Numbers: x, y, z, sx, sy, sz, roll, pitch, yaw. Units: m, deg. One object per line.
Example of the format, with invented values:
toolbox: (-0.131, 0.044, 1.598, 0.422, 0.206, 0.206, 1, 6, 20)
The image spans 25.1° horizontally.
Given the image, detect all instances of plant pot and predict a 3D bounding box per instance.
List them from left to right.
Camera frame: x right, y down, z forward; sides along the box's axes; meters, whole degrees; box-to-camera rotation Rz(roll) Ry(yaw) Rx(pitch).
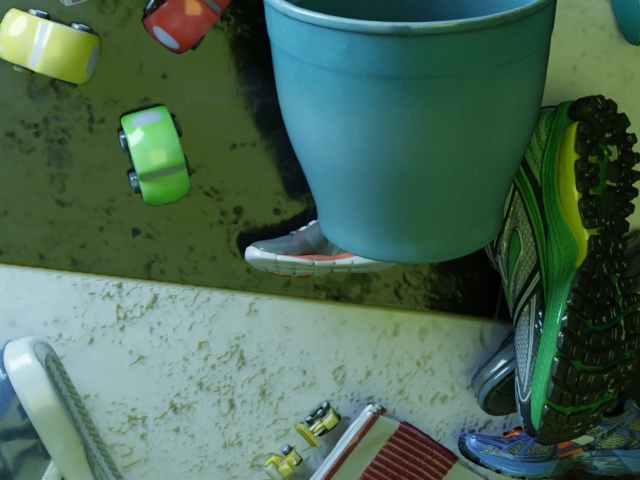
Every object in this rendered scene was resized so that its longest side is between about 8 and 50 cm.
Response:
plant pot: (0.082, -0.128, 1.342, 0.271, 0.272, 0.255, -7, 119, -11)

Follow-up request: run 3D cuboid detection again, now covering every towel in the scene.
towel: (0.103, 0.342, 1.535, 0.329, 0.037, 0.237, 36, 92, -23)

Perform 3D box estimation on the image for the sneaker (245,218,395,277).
sneaker: (0.000, 0.000, 1.455, 0.158, 0.061, 0.065, -1, 75, -13)

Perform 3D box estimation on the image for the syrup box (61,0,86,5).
syrup box: (-0.141, -0.302, 1.314, 0.237, 0.096, 0.093, -17, 81, -9)

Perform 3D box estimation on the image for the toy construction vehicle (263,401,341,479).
toy construction vehicle: (-0.003, 0.232, 1.505, 0.098, 0.035, 0.086, -39, 107, -2)

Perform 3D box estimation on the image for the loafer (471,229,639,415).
loafer: (0.269, 0.086, 1.524, 0.267, 0.084, 0.096, -33, 138, 0)

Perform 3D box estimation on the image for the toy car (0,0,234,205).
toy car: (-0.171, -0.139, 1.377, 0.239, 0.053, 0.225, -17, 105, -8)

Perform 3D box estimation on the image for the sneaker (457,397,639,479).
sneaker: (0.251, 0.208, 1.544, 0.221, 0.083, 0.087, 0, 89, -18)

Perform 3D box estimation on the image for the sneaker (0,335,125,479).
sneaker: (-0.268, 0.271, 1.416, 0.148, 0.131, 0.350, -25, 101, 1)

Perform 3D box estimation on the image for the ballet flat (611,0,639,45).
ballet flat: (0.318, -0.282, 1.456, 0.052, 0.057, 0.168, -24, 107, -17)

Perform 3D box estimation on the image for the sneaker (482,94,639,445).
sneaker: (0.234, 0.033, 1.438, 0.134, 0.146, 0.344, 14, 77, -43)
